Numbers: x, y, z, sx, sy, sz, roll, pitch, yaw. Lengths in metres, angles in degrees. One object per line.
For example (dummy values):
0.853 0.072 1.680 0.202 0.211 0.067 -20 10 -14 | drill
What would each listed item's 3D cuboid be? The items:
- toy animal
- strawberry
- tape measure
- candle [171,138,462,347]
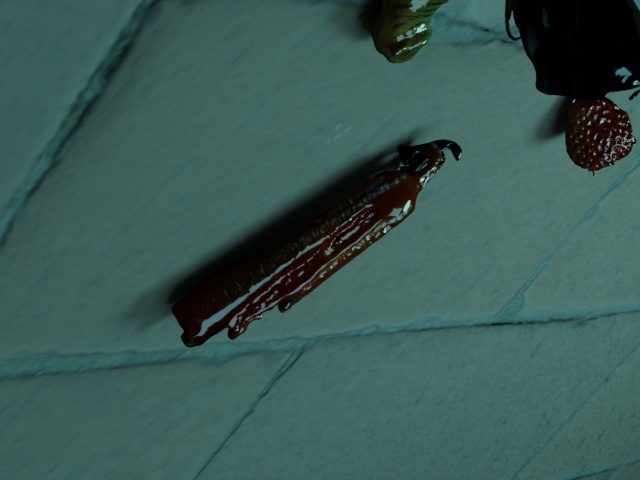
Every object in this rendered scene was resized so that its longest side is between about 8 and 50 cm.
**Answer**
0.091 -0.219 1.093 0.099 0.056 0.241 -26 151 -21 | toy animal
0.271 -0.110 1.472 0.073 0.073 0.083 -36 140 -4 | strawberry
0.213 -0.219 1.080 0.202 0.135 0.223 79 26 -46 | tape measure
0.000 0.000 1.325 0.302 0.059 0.084 -36 162 -4 | candle
